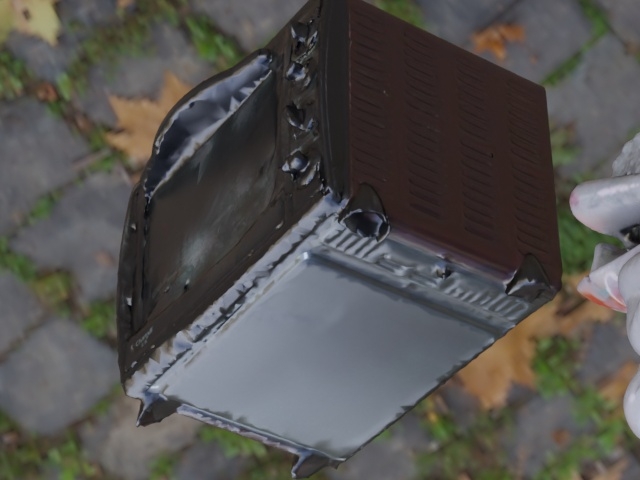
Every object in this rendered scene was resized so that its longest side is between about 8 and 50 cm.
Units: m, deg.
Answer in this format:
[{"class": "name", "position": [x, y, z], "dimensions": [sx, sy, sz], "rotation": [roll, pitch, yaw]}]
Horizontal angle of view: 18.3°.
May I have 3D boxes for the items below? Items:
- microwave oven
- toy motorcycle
[{"class": "microwave oven", "position": [0.001, -0.001, 1.194], "dimensions": [0.188, 0.178, 0.247], "rotation": [21, 137, -29]}, {"class": "toy motorcycle", "position": [0.191, 0.020, 0.940], "dimensions": [0.110, 0.260, 0.171], "rotation": [28, 89, -21]}]
